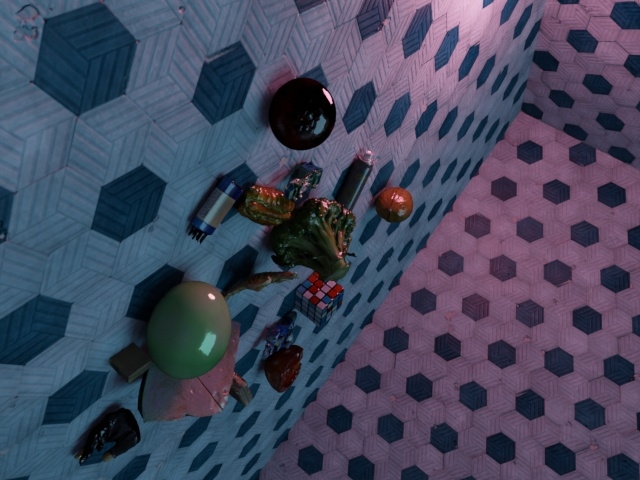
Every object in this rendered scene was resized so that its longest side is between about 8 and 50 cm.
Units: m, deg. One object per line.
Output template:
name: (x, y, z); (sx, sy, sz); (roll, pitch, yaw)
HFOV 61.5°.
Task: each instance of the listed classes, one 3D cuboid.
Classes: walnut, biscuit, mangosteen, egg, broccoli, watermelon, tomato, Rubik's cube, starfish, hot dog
walnut: (0.336, -0.160, 2.435); (0.207, 0.167, 0.167); (-34, 152, -62)
biscuit: (-0.338, 0.603, 2.196); (0.062, 0.108, 0.238); (-49, 159, -24)
mangosteen: (-0.044, -0.322, 1.371); (0.200, 0.200, 0.199); (-46, 158, -25)
egg: (-0.350, 0.239, 1.446); (0.220, 0.221, 0.269); (0, 113, -66)
broccoli: (0.000, 0.000, 1.782); (0.321, 0.283, 0.303); (-6, 141, -42)
watermelon: (-0.412, 0.401, 1.629); (0.292, 0.318, 0.222); (13, 151, -29)
tomato: (-0.179, 0.570, 2.454); (0.200, 0.140, 0.232); (-33, 141, -56)
Rubik's cube: (-0.006, 0.251, 2.324); (0.151, 0.155, 0.154); (-43, 156, -30)
starfish: (-0.179, 0.129, 1.748); (0.299, 0.060, 0.302); (-20, 176, 18)
hot dog: (-0.158, -0.098, 1.578); (0.115, 0.072, 0.269); (-52, 162, 14)

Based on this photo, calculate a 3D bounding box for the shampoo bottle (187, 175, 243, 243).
shampoo bottle: (-0.273, -0.075, 1.379); (0.183, 0.050, 0.087); (-55, 163, -1)

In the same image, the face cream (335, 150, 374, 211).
face cream: (0.126, -0.206, 2.031); (0.073, 0.073, 0.283); (-17, 138, -59)

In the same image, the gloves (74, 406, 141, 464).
gloves: (-0.626, 0.573, 1.560); (0.181, 0.106, 0.129); (-20, 149, -9)

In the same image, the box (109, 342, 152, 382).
box: (-0.507, 0.328, 1.437); (0.083, 0.079, 0.035); (-35, 153, -42)

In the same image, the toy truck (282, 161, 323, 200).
toy truck: (-0.067, -0.178, 1.622); (0.175, 0.081, 0.067); (-40, 155, -48)

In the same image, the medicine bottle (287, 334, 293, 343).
medicine bottle: (-0.150, 0.435, 2.433); (0.052, 0.052, 0.089); (-46, 158, -25)

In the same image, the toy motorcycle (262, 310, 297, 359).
toy motorcycle: (-0.172, 0.395, 2.278); (0.254, 0.092, 0.135); (-43, 149, -53)
